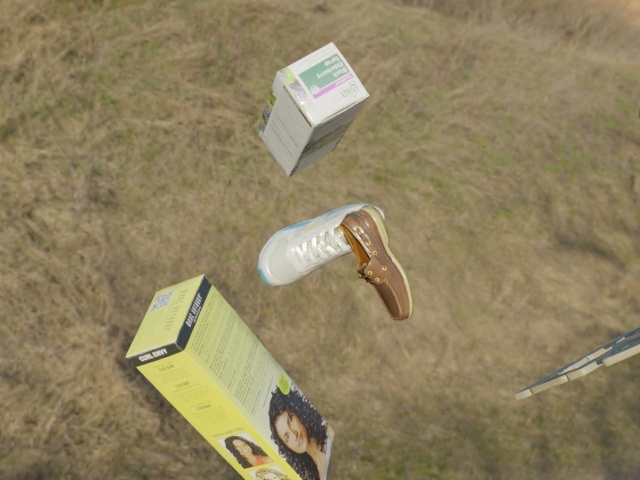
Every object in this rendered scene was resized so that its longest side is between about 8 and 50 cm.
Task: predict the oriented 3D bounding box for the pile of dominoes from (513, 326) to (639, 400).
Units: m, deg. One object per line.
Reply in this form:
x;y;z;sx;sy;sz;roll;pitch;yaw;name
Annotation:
0.370;0.126;0.919;0.251;0.196;0.040;-19;77;-33;pile of dominoes

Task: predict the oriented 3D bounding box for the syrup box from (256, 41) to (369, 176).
-0.018;-0.185;1.183;0.096;0.093;0.237;56;-17;5;syrup box

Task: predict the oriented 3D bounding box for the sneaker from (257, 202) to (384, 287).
0.000;0.000;1.304;0.229;0.087;0.092;-31;9;-24;sneaker

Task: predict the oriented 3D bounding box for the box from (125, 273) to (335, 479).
-0.072;0.144;0.736;0.058;0.232;0.087;-21;33;27;box

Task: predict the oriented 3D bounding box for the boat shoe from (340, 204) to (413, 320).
0.079;0.039;1.177;0.060;0.178;0.064;-24;3;-26;boat shoe
